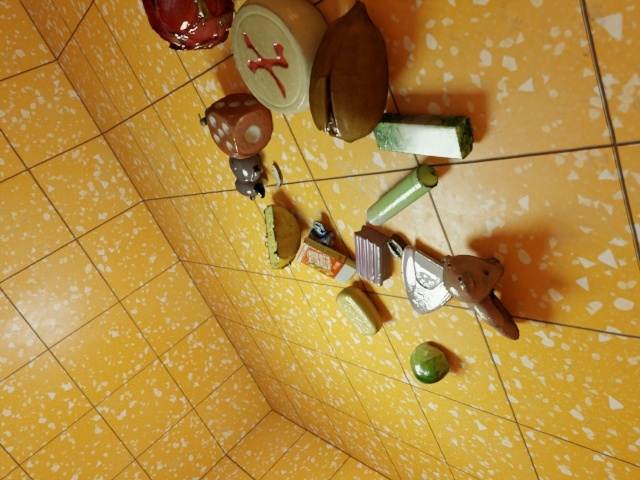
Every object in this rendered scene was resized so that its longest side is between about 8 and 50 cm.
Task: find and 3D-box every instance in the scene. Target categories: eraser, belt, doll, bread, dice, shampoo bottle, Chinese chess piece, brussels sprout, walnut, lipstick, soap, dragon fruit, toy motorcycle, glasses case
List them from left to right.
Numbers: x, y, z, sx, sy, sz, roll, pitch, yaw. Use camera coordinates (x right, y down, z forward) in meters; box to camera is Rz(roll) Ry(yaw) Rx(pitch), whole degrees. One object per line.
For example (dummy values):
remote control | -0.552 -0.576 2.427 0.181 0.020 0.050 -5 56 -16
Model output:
dragon fruit | -0.399 -0.718 1.454 0.277 0.277 0.342 42 166 16
shampoo bottle | -0.381 -0.471 1.805 0.079 0.162 0.079 35 147 27
dice | -0.290 -0.415 1.737 0.179 0.174 0.175 34 147 36
doll | -0.296 -0.279 1.941 0.182 0.117 0.257 23 139 43
Chinese chess piece | -0.106 -0.533 1.381 0.338 0.140 0.338 35 147 27
bread | -0.149 -0.017 1.979 0.160 0.147 0.261 136 130 -63
toy motorcycle | 0.000 0.000 1.887 0.114 0.076 0.205 39 149 9
eraser | 0.022 0.083 1.889 0.230 0.038 0.157 27 150 -1
walnut | 0.074 -0.416 1.211 0.209 0.209 0.337 28 122 35
bread | 0.162 0.275 1.926 0.217 0.098 0.147 54 149 -9
soap | 0.182 0.056 1.693 0.122 0.065 0.203 30 144 33
belt | 0.254 0.023 1.590 0.083 0.036 0.059 54 151 0
lipstick | 0.234 -0.128 1.419 0.076 0.076 0.304 51 151 1
glasses case | 0.256 -0.275 1.240 0.272 0.062 0.095 19 143 44
eraser | 0.347 0.146 1.570 0.204 0.059 0.243 34 142 28
brussels sprout | 0.395 0.464 1.785 0.149 0.122 0.152 22 140 37
doll | 0.474 0.145 1.344 0.303 0.156 0.201 39 -166 -17

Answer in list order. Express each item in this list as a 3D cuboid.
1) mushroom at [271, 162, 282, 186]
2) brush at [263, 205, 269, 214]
mushroom | -0.170 -0.255 1.891 0.049 0.019 0.101 23 137 39
brush | -0.239 -0.132 2.130 0.024 0.008 0.083 52 151 6
